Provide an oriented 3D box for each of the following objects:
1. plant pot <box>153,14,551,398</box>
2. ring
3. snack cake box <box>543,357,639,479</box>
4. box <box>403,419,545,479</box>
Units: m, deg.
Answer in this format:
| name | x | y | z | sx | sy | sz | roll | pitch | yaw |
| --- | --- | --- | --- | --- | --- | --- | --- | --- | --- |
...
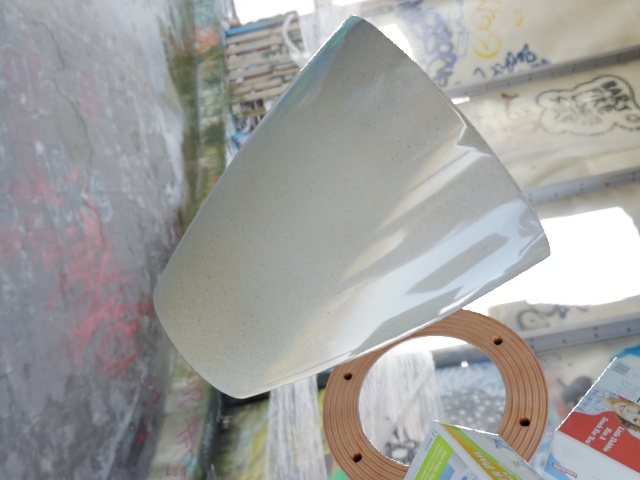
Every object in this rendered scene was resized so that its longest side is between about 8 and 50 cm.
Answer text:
| name | x | y | z | sx | sy | sz | roll | pitch | yaw |
| --- | --- | --- | --- | --- | --- | --- | --- | --- | --- |
| plant pot | 0.000 | 0.000 | 0.545 | 0.256 | 0.274 | 0.256 | 50 | 6 | -7 |
| ring | 0.165 | 0.240 | 0.949 | 0.336 | 0.337 | 0.032 | -95 | 166 | -45 |
| snack cake box | 0.496 | 0.311 | 1.028 | 0.264 | 0.152 | 0.089 | -24 | 128 | -42 |
| box | 0.181 | 0.293 | 0.648 | 0.114 | 0.103 | 0.203 | -66 | -153 | 10 |
